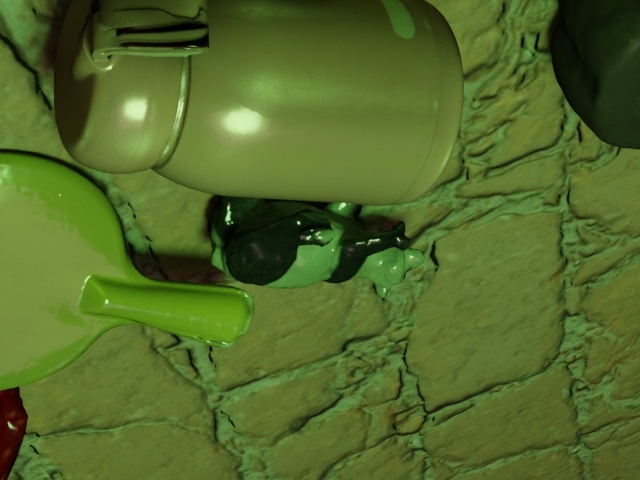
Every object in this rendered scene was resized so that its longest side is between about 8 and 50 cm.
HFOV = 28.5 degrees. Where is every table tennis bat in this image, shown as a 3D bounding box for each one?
[{"bbox_3d":[-0.225,0.040,1.126,0.369,0.054,0.224,11,108,-30],"label":"table tennis bat"}]

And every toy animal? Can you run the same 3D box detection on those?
[{"bbox_3d":[0.000,0.000,1.206,0.225,0.094,0.121,3,138,-31],"label":"toy animal"}]

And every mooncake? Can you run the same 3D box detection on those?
[{"bbox_3d":[0.319,-0.186,1.101,0.245,0.133,0.245,-14,143,-11],"label":"mooncake"}]

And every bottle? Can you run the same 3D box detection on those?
[{"bbox_3d":[-0.046,-0.123,0.954,0.297,0.173,0.206,3,165,-27],"label":"bottle"}]

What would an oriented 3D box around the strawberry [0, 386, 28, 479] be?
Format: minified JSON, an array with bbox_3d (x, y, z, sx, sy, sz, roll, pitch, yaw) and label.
[{"bbox_3d":[-0.437,0.223,1.160,0.345,0.295,0.317,-47,131,-28],"label":"strawberry"}]
